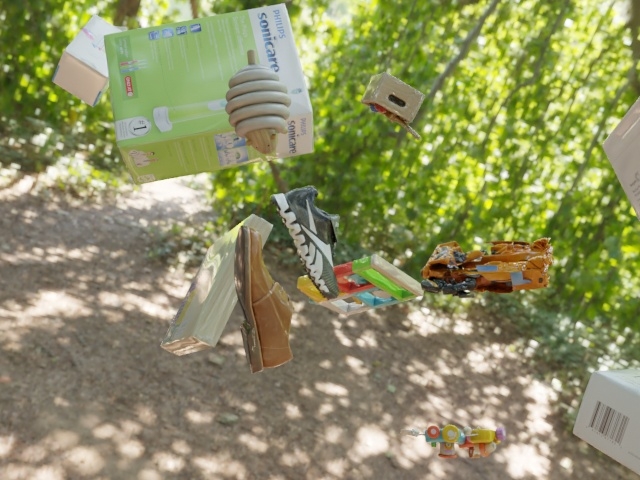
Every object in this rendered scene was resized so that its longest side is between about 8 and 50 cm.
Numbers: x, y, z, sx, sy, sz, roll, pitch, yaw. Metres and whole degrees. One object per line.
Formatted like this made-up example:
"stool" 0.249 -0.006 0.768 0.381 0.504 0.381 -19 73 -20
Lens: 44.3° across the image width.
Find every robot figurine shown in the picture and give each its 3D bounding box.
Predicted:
"robot figurine" 0.363 0.055 1.752 0.291 0.085 0.211 -3 20 22

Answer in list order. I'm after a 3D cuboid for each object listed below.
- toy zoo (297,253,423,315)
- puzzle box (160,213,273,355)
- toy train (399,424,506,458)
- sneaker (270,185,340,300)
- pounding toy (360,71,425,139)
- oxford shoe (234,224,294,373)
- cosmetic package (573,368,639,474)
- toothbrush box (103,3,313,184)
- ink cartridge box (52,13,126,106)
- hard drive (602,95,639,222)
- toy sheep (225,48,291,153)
"toy zoo" 0.079 0.119 1.933 0.293 0.030 0.192 -18 -38 38
"puzzle box" -0.232 0.107 1.684 0.052 0.272 0.409 28 -18 -13
"toy train" 0.209 0.310 1.193 0.166 0.046 0.125 10 -22 -29
"sneaker" 0.000 0.000 1.485 0.234 0.106 0.078 64 -3 -12
"pounding toy" 0.175 -0.309 1.825 0.141 0.100 0.130 27 2 -13
"oxford shoe" -0.076 0.076 1.083 0.076 0.212 0.076 -11 20 -12
"cosmetic package" 0.538 0.265 0.911 0.284 0.097 0.377 7 14 -37
"toothbrush box" -0.168 -0.223 1.201 0.283 0.206 0.122 -12 -23 -4
"ink cartridge box" -0.420 -0.342 1.474 0.090 0.092 0.143 31 48 -14
"hard drive" 0.476 -0.012 0.975 0.047 0.353 0.233 -20 -15 -3
"toy sheep" -0.077 -0.172 0.979 0.091 0.132 0.091 -13 -5 -1
